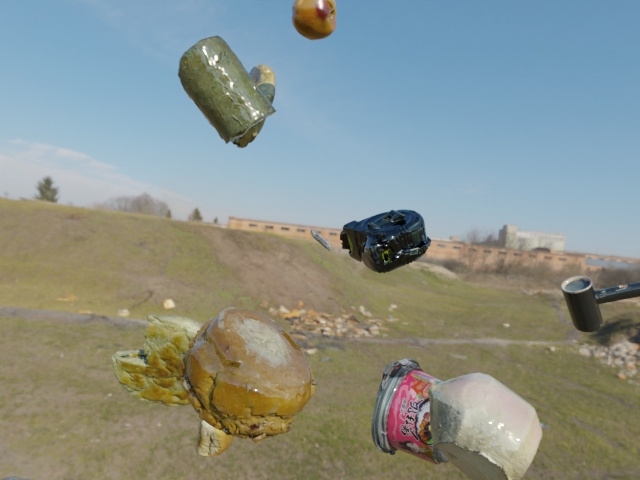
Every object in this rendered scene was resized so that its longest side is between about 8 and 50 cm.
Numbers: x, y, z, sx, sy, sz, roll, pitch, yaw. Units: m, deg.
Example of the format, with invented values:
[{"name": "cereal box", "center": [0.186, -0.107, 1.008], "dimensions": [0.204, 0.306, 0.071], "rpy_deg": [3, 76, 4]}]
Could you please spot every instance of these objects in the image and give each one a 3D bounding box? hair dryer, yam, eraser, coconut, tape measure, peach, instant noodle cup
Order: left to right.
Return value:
[{"name": "yam", "center": [-0.298, -0.459, 1.470], "dimensions": [0.195, 0.300, 0.195], "rpy_deg": [-36, 6, 5]}, {"name": "peach", "center": [-0.020, -0.662, 1.406], "dimensions": [0.137, 0.138, 0.138], "rpy_deg": [7, -1, 0]}, {"name": "eraser", "center": [0.000, 0.000, 1.566], "dimensions": [0.099, 0.019, 0.027], "rpy_deg": [40, 13, -30]}, {"name": "tape measure", "center": [0.164, -0.011, 1.157], "dimensions": [0.186, 0.112, 0.199], "rpy_deg": [-20, 25, -18]}, {"name": "instant noodle cup", "center": [0.277, 0.461, 1.258], "dimensions": [0.181, 0.258, 0.303], "rpy_deg": [11, -36, 37]}, {"name": "coconut", "center": [0.172, 0.204, 0.529], "dimensions": [0.124, 0.110, 0.110], "rpy_deg": [31, 8, 21]}, {"name": "hair dryer", "center": [0.712, 0.135, 1.115], "dimensions": [0.255, 0.129, 0.070], "rpy_deg": [-15, 22, 26]}]

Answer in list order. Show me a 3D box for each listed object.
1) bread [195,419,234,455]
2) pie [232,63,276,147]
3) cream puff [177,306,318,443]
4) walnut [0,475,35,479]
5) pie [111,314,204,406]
[{"name": "bread", "center": [-0.223, 0.402, 1.045], "dimensions": [0.082, 0.125, 0.106], "rpy_deg": [10, 31, -8]}, {"name": "pie", "center": [-0.266, -0.515, 1.833], "dimensions": [0.083, 0.340, 0.339], "rpy_deg": [18, -6, -27]}, {"name": "cream puff", "center": [-0.089, 0.161, 0.563], "dimensions": [0.150, 0.115, 0.165], "rpy_deg": [18, 24, -36]}, {"name": "walnut", "center": [-0.624, 0.602, 0.942], "dimensions": [0.248, 0.249, 0.248], "rpy_deg": [7, -1, 0]}, {"name": "pie", "center": [-0.393, 0.341, 1.311], "dimensions": [0.337, 0.338, 0.075], "rpy_deg": [7, 32, -7]}]
